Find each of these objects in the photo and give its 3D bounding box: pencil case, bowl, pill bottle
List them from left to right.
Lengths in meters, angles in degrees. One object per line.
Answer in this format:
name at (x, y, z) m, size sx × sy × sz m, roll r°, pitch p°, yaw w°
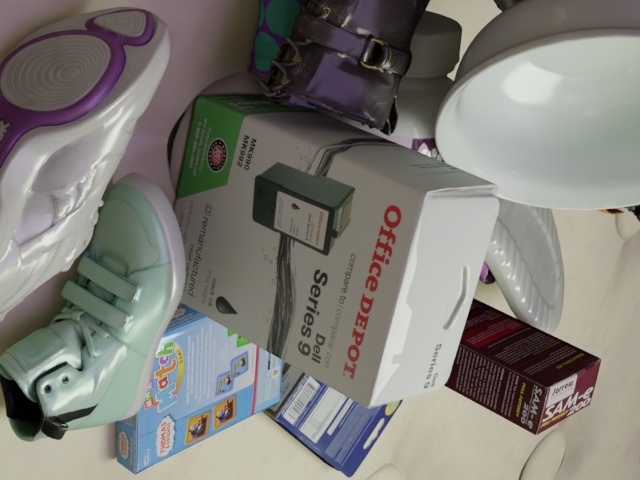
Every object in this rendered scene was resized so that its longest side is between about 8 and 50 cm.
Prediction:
pencil case at (-0.035, -0.232, 1.151) m, size 0.064 × 0.070 × 0.151 m, roll -71°, pitch 165°, yaw -64°
pill bottle at (0.066, -0.088, 1.272) m, size 0.169 × 0.169 × 0.301 m, roll -19°, pitch 124°, yaw -44°
bowl at (0.257, -0.156, 1.152) m, size 0.298 × 0.298 × 0.134 m, roll 45°, pitch 42°, yaw -52°

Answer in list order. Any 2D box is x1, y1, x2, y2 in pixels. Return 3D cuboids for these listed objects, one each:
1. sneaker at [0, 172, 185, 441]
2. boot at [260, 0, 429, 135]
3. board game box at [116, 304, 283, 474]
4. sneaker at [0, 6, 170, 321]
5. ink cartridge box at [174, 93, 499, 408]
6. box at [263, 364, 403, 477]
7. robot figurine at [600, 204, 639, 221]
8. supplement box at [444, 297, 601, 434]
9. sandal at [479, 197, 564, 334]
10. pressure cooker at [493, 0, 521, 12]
sneaker at (-0.211, 0.069, 1.080) m, size 0.151 × 0.094 × 0.255 m, roll -16°, pitch 125°, yaw -53°
boot at (0.008, -0.227, 1.078) m, size 0.263 × 0.091 × 0.229 m, roll 24°, pitch 100°, yaw -28°
board game box at (-0.123, 0.137, 1.280) m, size 0.212 × 0.039 × 0.160 m, roll -22°, pitch 126°, yaw -44°
sneaker at (-0.228, -0.063, 1.001) m, size 0.305 × 0.114 × 0.152 m, roll -52°, pitch 156°, yaw -9°
ink cartridge box at (0.000, 0.000, 1.141) m, size 0.122 × 0.289 × 0.211 m, roll -6°, pitch 115°, yaw -49°
box at (0.020, 0.200, 1.495) m, size 0.136 × 0.036 × 0.225 m, roll -55°, pitch 141°, yaw -12°
robot figurine at (0.441, -0.104, 1.620) m, size 0.211 × 0.291 × 0.085 m, roll -47°, pitch 140°, yaw -21°
supplement box at (0.219, 0.149, 1.538) m, size 0.130 × 0.239 × 0.073 m, roll -16°, pitch 123°, yaw -45°
sandal at (0.218, -0.018, 1.564) m, size 0.416 × 0.102 × 0.169 m, roll 50°, pitch 50°, yaw -45°
pressure cooker at (0.279, -0.431, 1.161) m, size 0.369 × 0.376 × 0.420 m, roll -54°, pitch 143°, yaw -9°
